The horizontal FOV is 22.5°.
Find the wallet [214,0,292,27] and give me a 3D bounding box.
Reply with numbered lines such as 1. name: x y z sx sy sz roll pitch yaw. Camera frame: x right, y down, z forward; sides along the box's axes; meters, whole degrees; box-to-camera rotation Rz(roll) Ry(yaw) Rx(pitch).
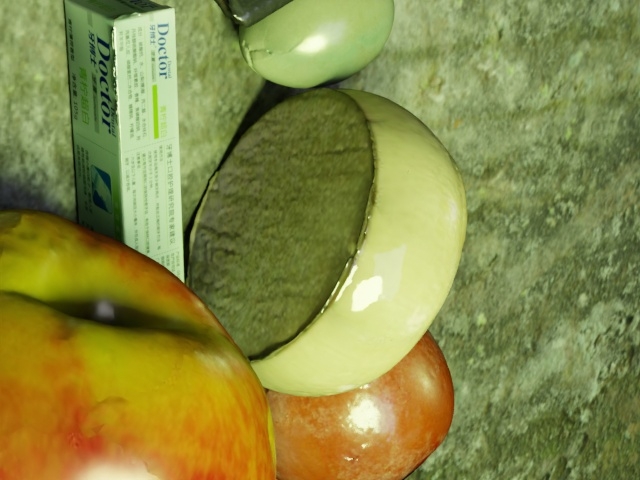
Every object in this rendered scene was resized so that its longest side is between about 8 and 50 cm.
1. wallet: 0.005 -0.321 1.368 0.321 0.044 0.170 -35 100 -25

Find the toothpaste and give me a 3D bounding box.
1. toothpaste: -0.161 -0.039 1.357 0.067 0.081 0.336 -19 121 -35

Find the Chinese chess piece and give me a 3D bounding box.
1. Chinese chess piece: 0.000 0.000 1.388 0.112 0.270 0.270 25 92 -36

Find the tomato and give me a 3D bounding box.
1. tomato: 0.027 0.151 1.529 0.208 0.208 0.184 -47 114 -15

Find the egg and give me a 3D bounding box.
1. egg: -0.004 -0.191 1.404 0.152 0.114 0.114 -31 128 -32

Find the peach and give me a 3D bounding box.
1. peach: -0.226 0.179 1.214 0.388 0.388 0.388 -19 122 -35
